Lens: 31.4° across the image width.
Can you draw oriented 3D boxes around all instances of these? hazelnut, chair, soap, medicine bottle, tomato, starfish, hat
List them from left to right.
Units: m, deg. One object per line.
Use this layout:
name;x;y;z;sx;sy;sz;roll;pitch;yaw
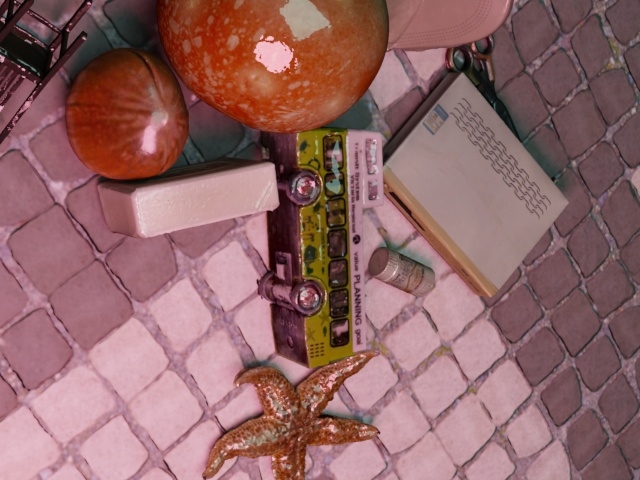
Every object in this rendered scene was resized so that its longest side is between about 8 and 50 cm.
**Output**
chair;-0.345;-0.188;1.250;0.084;0.101;0.212;33;116;-27
hazelnut;-0.216;-0.141;1.282;0.150;0.150;0.150;-3;97;-30
soap;-0.155;-0.051;1.338;0.183;0.121;0.063;-14;103;-29
tomato;-0.042;-0.263;1.295;0.270;0.223;0.270;16;62;-31
starfish;-0.030;0.244;1.475;0.277;0.062;0.235;-36;114;-19
medicine bottle;0.110;0.043;1.543;0.083;0.047;0.047;25;82;-30
hat;0.107;-0.343;1.419;0.149;0.245;0.214;-14;102;-49

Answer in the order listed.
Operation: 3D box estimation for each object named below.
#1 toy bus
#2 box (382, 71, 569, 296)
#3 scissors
toy bus;0.000;0.000;1.443;0.139;0.113;0.301;-7;101;-29
box;0.211;-0.079;1.585;0.270;0.045;0.211;44;78;-25
scissors;0.247;-0.193;1.616;0.088;0.017;0.220;-39;113;-25
